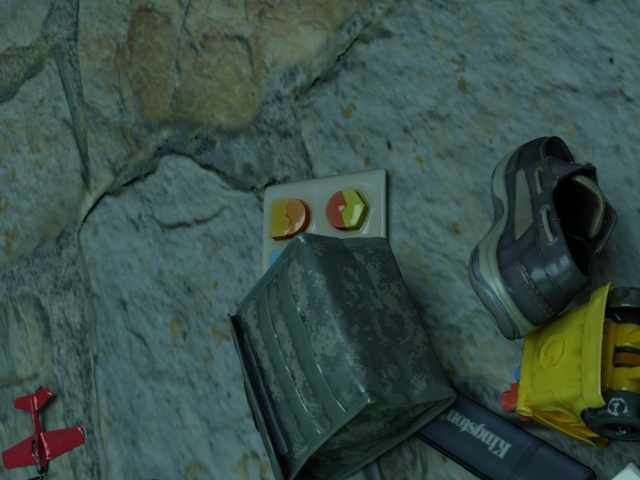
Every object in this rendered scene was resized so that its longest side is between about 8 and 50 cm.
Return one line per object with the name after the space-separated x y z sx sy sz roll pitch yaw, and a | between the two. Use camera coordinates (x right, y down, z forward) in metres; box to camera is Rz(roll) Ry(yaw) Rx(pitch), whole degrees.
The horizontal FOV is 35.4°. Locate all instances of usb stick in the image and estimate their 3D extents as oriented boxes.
0.195 0.239 1.173 0.278 0.045 0.077 27 82 41 | usb stick

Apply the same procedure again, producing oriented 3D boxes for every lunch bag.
-0.007 0.163 1.238 0.287 0.168 0.235 -49 51 40 | lunch bag

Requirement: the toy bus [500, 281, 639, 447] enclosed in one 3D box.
0.313 0.167 1.099 0.211 0.220 0.150 -29 40 49 | toy bus

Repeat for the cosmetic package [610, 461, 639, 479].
0.367 0.386 0.993 0.153 0.129 0.296 -44 56 7 | cosmetic package

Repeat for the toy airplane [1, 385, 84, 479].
-0.422 0.286 1.503 0.151 0.028 0.151 -10 65 22 | toy airplane

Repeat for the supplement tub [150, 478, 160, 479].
-0.289 0.393 1.343 0.197 0.106 0.106 -29 59 14 | supplement tub

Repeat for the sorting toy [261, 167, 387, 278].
0.000 0.000 1.398 0.193 0.038 0.208 -7 66 25 | sorting toy

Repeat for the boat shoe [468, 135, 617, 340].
0.271 -0.021 1.135 0.130 0.132 0.355 -25 23 31 | boat shoe
